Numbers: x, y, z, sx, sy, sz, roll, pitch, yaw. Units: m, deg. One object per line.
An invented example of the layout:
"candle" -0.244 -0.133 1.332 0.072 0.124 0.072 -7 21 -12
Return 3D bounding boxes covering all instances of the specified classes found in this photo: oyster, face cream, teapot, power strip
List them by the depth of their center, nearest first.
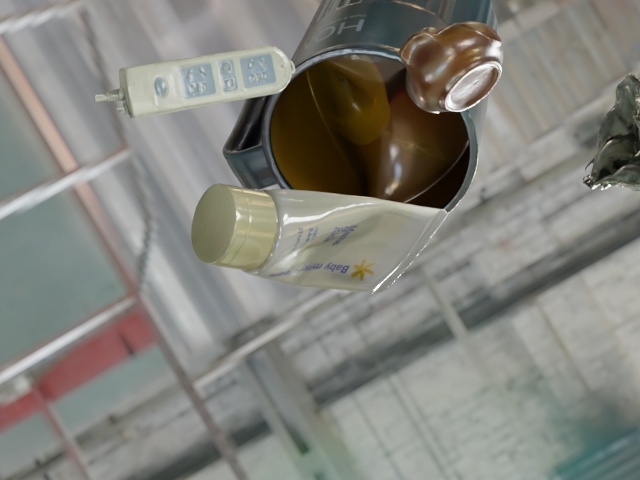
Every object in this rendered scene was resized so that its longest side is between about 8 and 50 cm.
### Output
"face cream" 0.000 0.000 1.588 0.224 0.070 0.114 10 132 -35
"power strip" -0.113 -0.145 1.657 0.191 0.048 0.030 -11 -176 -15
"teapot" 0.116 -0.169 1.690 0.098 0.078 0.129 -49 158 21
"oyster" 0.379 -0.127 2.190 0.199 0.087 0.252 -67 -166 -18

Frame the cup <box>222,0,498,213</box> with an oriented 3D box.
"cup" 0.066 -0.164 2.136 0.308 0.242 0.292 -51 -169 35
